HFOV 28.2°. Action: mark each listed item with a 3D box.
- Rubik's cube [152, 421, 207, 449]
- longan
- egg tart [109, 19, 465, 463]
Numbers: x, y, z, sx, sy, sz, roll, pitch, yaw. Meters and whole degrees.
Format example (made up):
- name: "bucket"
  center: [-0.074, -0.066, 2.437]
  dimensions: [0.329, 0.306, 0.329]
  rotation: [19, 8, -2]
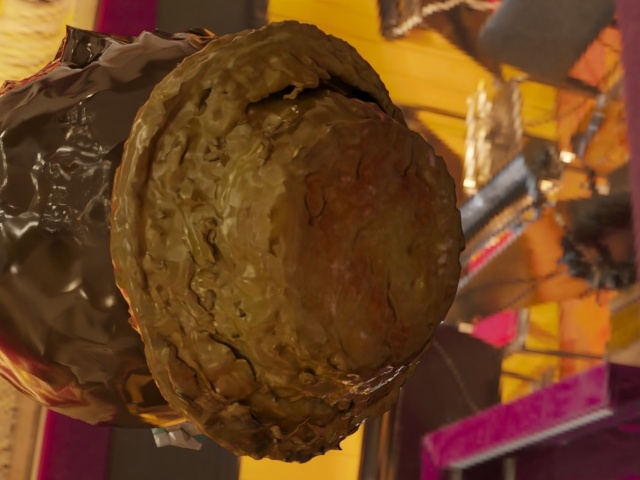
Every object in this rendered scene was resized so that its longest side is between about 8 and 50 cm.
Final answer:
- name: "Rubik's cube"
  center: [-0.162, 0.207, 1.497]
  dimensions: [0.075, 0.073, 0.084]
  rotation: [-36, 81, 22]
- name: "longan"
  center: [-0.159, -0.017, 1.168]
  dimensions: [0.391, 0.391, 0.391]
  rotation: [-170, 90, -73]
- name: "egg tart"
  center: [0.000, 0.000, 0.831]
  dimensions: [0.123, 0.294, 0.294]
  rotation: [-2, 78, 48]
